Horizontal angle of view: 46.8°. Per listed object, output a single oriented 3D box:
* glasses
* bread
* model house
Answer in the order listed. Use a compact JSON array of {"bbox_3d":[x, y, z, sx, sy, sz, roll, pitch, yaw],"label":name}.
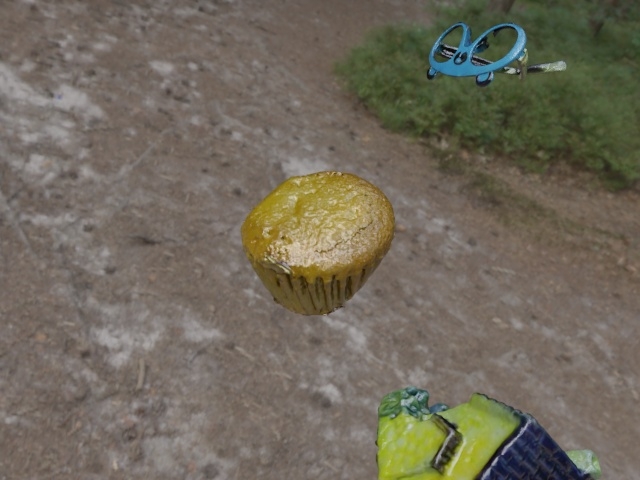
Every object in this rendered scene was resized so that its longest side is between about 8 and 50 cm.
[{"bbox_3d":[0.313,-0.326,1.286,0.206,0.102,0.239,-8,18,-27],"label":"glasses"},{"bbox_3d":[0.001,-0.004,1.110,0.239,0.139,0.240,-8,40,7],"label":"bread"},{"bbox_3d":[0.198,0.250,0.864,0.194,0.211,0.170,48,33,-30],"label":"model house"}]
